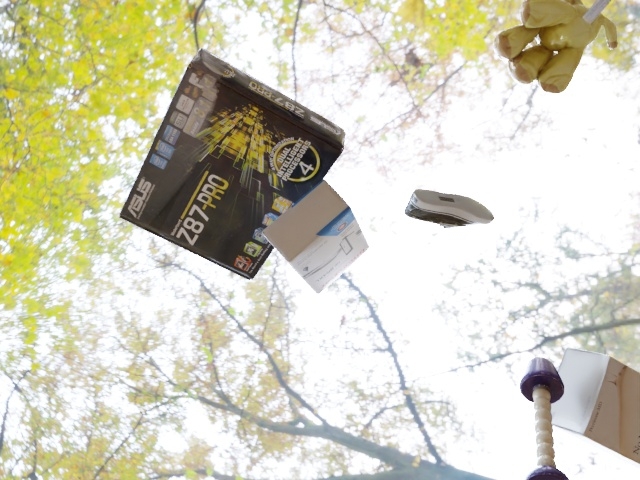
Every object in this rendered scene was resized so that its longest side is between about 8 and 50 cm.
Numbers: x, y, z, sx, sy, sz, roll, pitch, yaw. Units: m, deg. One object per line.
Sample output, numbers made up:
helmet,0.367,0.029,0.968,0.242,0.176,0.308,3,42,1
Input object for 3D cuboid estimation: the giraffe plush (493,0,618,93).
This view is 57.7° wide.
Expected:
giraffe plush,0.440,-0.403,1.091,0.181,0.210,0.170,45,-147,-18

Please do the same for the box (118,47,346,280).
box,-0.183,-0.132,1.166,0.318,0.395,0.097,29,-146,-14

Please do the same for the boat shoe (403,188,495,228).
boat shoe,0.303,-0.066,1.371,0.219,0.070,0.077,12,-140,-15

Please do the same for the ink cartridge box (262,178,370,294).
ink cartridge box,0.000,0.000,1.088,0.148,0.203,0.086,-42,-116,-3

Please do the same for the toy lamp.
toy lamp,0.379,0.304,0.982,0.080,0.080,0.274,49,-149,-16

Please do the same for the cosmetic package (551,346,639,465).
cosmetic package,0.601,0.345,1.130,0.309,0.113,0.160,27,-101,-19
